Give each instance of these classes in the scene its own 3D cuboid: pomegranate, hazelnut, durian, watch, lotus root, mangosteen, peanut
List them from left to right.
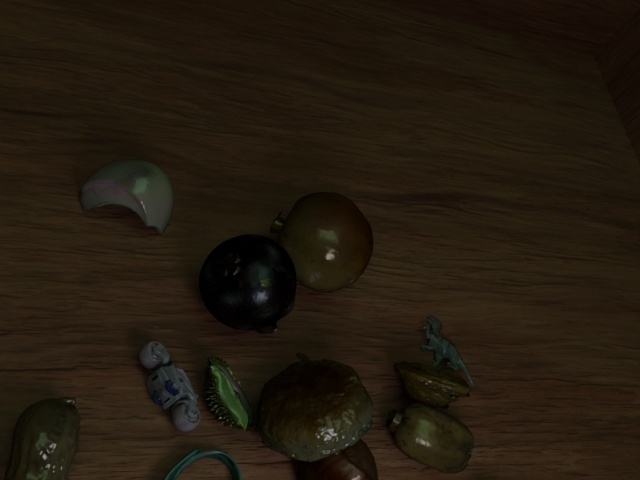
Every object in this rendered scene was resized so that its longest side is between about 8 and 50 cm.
[{"bbox_3d":[-0.626,0.483,1.547,0.143,0.159,0.291,1,56,5],"label":"peanut"},{"bbox_3d":[-0.295,0.619,1.677,0.237,0.068,0.195,-29,74,-37],"label":"watch"},{"bbox_3d":[-0.254,0.408,1.815,0.095,0.137,0.221,-26,76,0],"label":"durian"},{"bbox_3d":[-0.193,0.124,1.928,0.288,0.288,0.288,12,56,-19],"label":"mangosteen"},{"bbox_3d":[0.000,0.000,2.079,0.319,0.319,0.319,12,56,-19],"label":"pomegranate"},{"bbox_3d":[0.046,0.605,1.793,0.214,0.176,0.214,-10,50,12],"label":"hazelnut"},{"bbox_3d":[0.313,0.556,1.966,0.284,0.146,0.160,26,41,-7],"label":"lotus root"}]

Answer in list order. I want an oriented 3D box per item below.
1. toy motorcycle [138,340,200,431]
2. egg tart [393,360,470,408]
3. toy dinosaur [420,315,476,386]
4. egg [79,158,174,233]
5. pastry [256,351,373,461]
[{"bbox_3d":[-0.381,0.372,1.784,0.112,0.112,0.254,-22,72,-35],"label":"toy motorcycle"},{"bbox_3d":[0.322,0.425,2.036,0.241,0.241,0.106,17,90,-16],"label":"egg tart"},{"bbox_3d":[0.411,0.358,2.193,0.242,0.053,0.167,36,44,9],"label":"toy dinosaur"},{"bbox_3d":[-0.535,-0.156,1.990,0.271,0.162,0.206,26,53,-11],"label":"egg"},{"bbox_3d":[-0.012,0.432,1.802,0.329,0.329,0.136,-35,122,-37],"label":"pastry"}]
